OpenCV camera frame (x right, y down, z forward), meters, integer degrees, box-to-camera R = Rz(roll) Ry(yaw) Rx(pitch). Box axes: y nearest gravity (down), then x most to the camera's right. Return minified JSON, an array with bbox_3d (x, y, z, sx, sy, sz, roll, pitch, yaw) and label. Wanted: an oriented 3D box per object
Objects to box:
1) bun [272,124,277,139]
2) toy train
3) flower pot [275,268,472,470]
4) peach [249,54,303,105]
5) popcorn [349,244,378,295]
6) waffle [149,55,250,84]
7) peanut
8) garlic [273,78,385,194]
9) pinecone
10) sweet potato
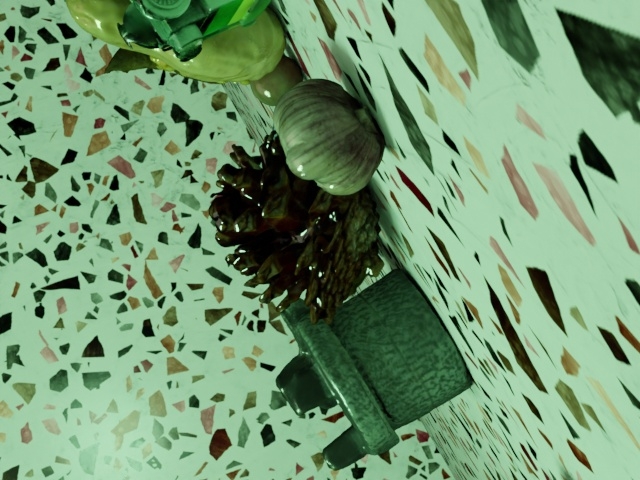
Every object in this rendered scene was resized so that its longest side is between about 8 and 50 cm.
[{"bbox_3d":[-0.039,-0.155,1.792,0.141,0.083,0.140,7,-90,-83],"label":"bun"},{"bbox_3d":[-0.198,-0.378,1.355,0.300,0.202,0.120,59,152,3],"label":"toy train"},{"bbox_3d":[0.062,0.201,1.790,0.299,0.283,0.299,56,177,5],"label":"flower pot"},{"bbox_3d":[-0.067,-0.241,1.604,0.083,0.083,0.083,59,177,6],"label":"peach"},{"bbox_3d":[0.002,0.001,1.908,0.218,0.169,0.189,48,170,46],"label":"popcorn"},{"bbox_3d":[-0.187,-0.331,1.647,0.254,0.052,0.245,11,147,19],"label":"waffle"},{"bbox_3d":[-0.192,-0.300,1.472,0.319,0.147,0.147,14,-159,-26],"label":"peanut"},{"bbox_3d":[0.014,-0.124,1.255,0.147,0.102,0.159,57,-161,13],"label":"garlic"},{"bbox_3d":[-0.039,-0.031,1.622,0.296,0.242,0.298,53,165,17],"label":"pinecone"},{"bbox_3d":[-0.231,-0.338,1.901,0.130,0.131,0.423,59,-157,3],"label":"sweet potato"}]
